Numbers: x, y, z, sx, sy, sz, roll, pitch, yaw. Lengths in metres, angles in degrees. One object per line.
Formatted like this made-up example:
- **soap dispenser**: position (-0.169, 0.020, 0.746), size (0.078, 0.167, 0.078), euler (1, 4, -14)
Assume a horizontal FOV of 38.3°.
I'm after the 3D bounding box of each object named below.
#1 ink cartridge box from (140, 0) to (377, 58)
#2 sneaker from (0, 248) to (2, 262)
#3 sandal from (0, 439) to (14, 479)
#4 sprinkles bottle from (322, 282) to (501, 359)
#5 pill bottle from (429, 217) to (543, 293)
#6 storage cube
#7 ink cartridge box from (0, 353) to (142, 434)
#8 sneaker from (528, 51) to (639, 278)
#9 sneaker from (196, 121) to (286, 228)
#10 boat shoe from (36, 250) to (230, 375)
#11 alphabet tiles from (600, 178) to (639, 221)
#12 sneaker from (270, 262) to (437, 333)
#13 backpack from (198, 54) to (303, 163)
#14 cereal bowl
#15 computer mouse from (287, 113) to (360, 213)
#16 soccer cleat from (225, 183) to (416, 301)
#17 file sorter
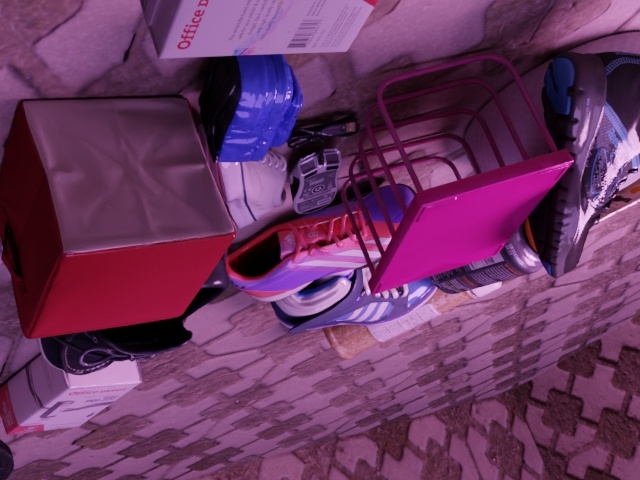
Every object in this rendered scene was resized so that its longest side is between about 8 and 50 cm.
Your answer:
- **ink cartridge box**: position (-0.050, -0.232, 0.726), size (0.176, 0.127, 0.128), euler (-9, 157, -30)
- **sneaker**: position (-0.396, 0.000, 1.105), size (0.069, 0.038, 0.098), euler (-25, 160, 14)
- **sandal**: position (-0.669, 0.344, 1.648), size (0.167, 0.107, 0.446), euler (-16, 146, -10)
- **sprinkles bottle**: position (0.176, 0.114, 1.820), size (0.355, 0.121, 0.121), euler (-29, 158, 19)
- **pill bottle**: position (0.305, 0.007, 1.589), size (0.130, 0.130, 0.246), euler (0, 166, -43)
- **storage cube**: position (-0.228, -0.027, 0.996), size (0.215, 0.183, 0.193), euler (-7, 154, -31)
- **ink cartridge box**: position (-0.446, 0.258, 1.631), size (0.218, 0.092, 0.158), euler (-37, 154, 33)
- **sneaker**: position (0.354, -0.085, 1.189), size (0.140, 0.125, 0.341), euler (-6, 133, -6)
- **sneaker**: position (-0.092, -0.093, 1.118), size (0.091, 0.094, 0.258), euler (-32, 168, -6)
- **boat shoe**: position (-0.275, 0.103, 1.319), size (0.187, 0.156, 0.500), euler (-6, 156, -39)
- **alphabet tiles**: position (0.452, -0.097, 1.501), size (0.237, 0.198, 0.009), euler (-25, 119, -13)
- **sneaker**: position (0.071, 0.067, 1.589), size (0.323, 0.130, 0.236), euler (-12, 163, -8)
- **backpack**: position (-0.070, -0.154, 0.953), size (0.101, 0.098, 0.120), euler (-10, 148, -24)
- **cereal bowl**: position (0.390, -0.147, 1.351), size (0.339, 0.141, 0.339), euler (-19, 160, -7)
- **computer mouse**: position (-0.010, -0.101, 1.224), size (0.106, 0.042, 0.193), euler (-19, 154, -19)
- **soccer cleat**: position (0.000, 0.000, 1.400), size (0.318, 0.108, 0.116), euler (-25, 155, 18)
- **file sorter**: position (0.154, -0.086, 1.214), size (0.202, 0.182, 0.290), euler (-16, 160, -15)
